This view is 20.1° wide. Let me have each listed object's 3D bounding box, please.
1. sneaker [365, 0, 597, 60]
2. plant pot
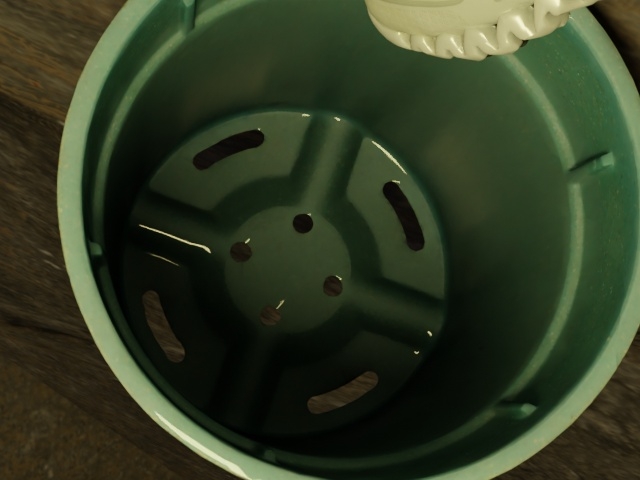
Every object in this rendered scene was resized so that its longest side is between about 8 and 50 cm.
[{"bbox_3d":[0.118,-0.172,0.882,0.292,0.110,0.118,-14,131,48],"label":"sneaker"},{"bbox_3d":[0.000,0.000,1.154,0.341,0.341,0.334,25,168,-5],"label":"plant pot"}]
